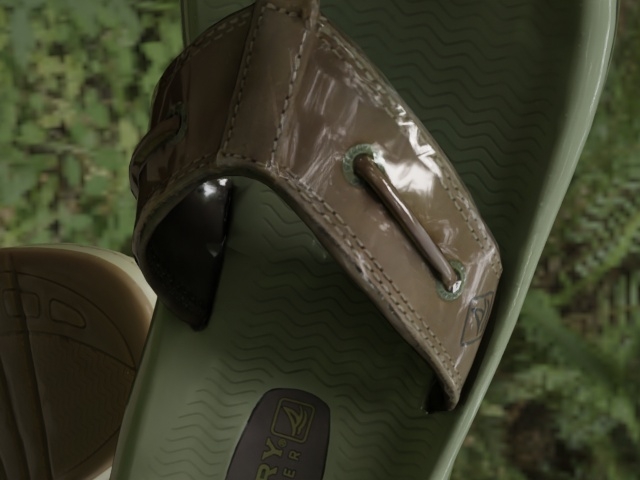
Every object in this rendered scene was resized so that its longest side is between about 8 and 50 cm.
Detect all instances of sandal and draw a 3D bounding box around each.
[{"bbox_3d":[0.001,0.002,0.454,0.086,0.120,0.303,-43,144,-67],"label":"sandal"}]

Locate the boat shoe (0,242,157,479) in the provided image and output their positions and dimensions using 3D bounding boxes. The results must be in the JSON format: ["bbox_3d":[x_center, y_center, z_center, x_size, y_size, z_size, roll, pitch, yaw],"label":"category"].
[{"bbox_3d":[-0.143,0.074,0.866,0.110,0.341,0.122,-7,81,-39],"label":"boat shoe"}]
